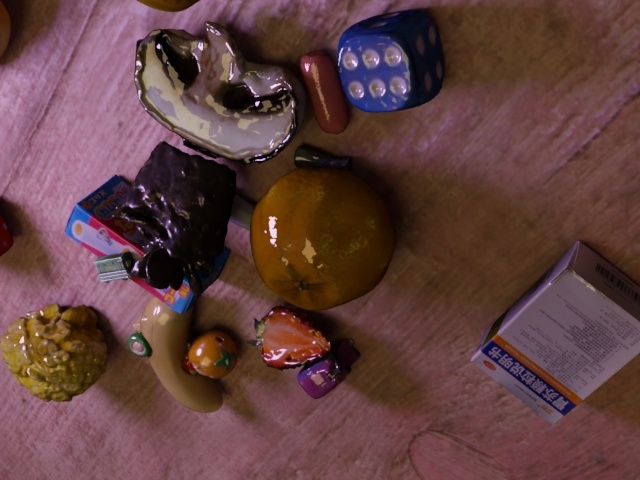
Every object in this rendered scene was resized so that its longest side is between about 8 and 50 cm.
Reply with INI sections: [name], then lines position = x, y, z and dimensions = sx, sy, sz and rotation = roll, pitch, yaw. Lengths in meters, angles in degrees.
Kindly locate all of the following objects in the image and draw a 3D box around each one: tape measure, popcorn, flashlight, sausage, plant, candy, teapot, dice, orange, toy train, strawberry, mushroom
[tape measure]
position = 0.015, 0.272, 2.071
dimensions = 0.074, 0.118, 0.125
rotation = 49, 132, -5
[popcorn]
position = -0.627, 0.248, 2.340
dimensions = 0.237, 0.251, 0.205
rotation = -22, 138, 0
[flashlight]
position = -0.146, -0.051, 1.998
dimensions = 0.200, 0.047, 0.093
rotation = 28, 127, 12
[sausage]
position = 0.009, -0.264, 1.778
dimensions = 0.062, 0.062, 0.154
rotation = -5, 116, 29
[plant]
position = -0.278, -0.038, 1.890
dimensions = 0.189, 0.199, 0.276
rotation = 17, 89, 14
[candy]
position = -0.359, 0.005, 2.067
dimensions = 0.306, 0.157, 0.100
rotation = 34, 128, 5
[teapot]
position = 0.008, -0.149, 1.865
dimensions = 0.111, 0.043, 0.042
rotation = 12, 123, 15
[dice]
position = 0.119, -0.299, 1.652
dimensions = 0.143, 0.146, 0.146
rotation = -2, 114, 31
[orange]
position = 0.000, 0.000, 1.832
dimensions = 0.279, 0.235, 0.279
rotation = 20, 141, 17
[toy train]
position = -0.411, 0.054, 2.001
dimensions = 0.093, 0.038, 0.056
rotation = -9, 108, 31
[strawberry]
position = -0.059, 0.200, 2.082
dimensions = 0.192, 0.085, 0.140
rotation = -30, 82, 32
[mushroom]
position = -0.175, -0.279, 1.828
dimensions = 0.344, 0.130, 0.247
rotation = 15, 114, 17

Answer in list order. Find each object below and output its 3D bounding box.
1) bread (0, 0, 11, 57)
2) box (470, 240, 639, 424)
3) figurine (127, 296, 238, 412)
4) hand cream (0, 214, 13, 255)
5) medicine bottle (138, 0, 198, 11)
[bread]
position = -0.746, -0.453, 1.960
dimensions = 0.270, 0.211, 0.316
rotation = 38, 137, -9
[box]
position = 0.444, 0.171, 1.799
dimensions = 0.200, 0.106, 0.299
rotation = 38, 130, 2
[figurine]
position = -0.285, 0.247, 2.208
dimensions = 0.222, 0.124, 0.324
rotation = -9, 117, 27
[hand cream]
position = -0.811, -0.008, 2.267
dimensions = 0.193, 0.193, 0.125
rotation = -8, 115, 30
[medicine bottle]
position = -0.181, -0.560, 1.590
dimensions = 0.384, 0.224, 0.224
rotation = -35, 100, 36
